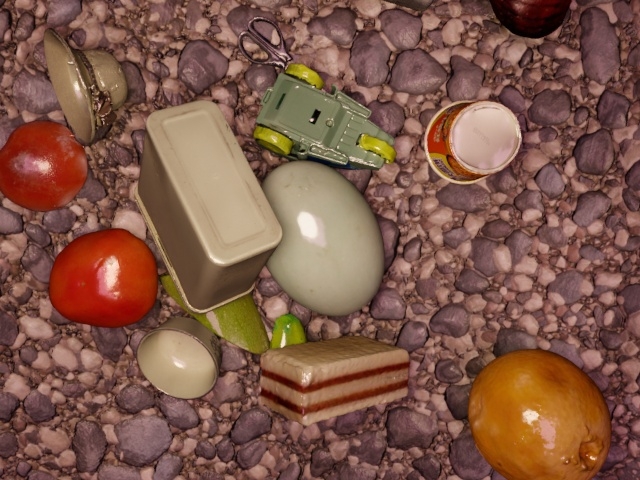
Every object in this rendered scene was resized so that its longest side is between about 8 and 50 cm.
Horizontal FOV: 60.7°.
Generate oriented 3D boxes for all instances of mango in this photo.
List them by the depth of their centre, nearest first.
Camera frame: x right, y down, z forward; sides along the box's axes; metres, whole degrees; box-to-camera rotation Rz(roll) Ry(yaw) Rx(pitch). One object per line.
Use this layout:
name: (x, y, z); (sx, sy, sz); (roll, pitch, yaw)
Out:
mango: (-0.082, 0.269, 1.356); (0.100, 0.119, 0.179); (8, 97, 13)

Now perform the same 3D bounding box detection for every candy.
candy: (0.036, 0.312, 1.274); (0.320, 0.179, 0.135); (-4, 97, -33)

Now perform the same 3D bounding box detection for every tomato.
tomato: (-0.517, 0.092, 1.295); (0.259, 0.180, 0.260); (0, 93, 2)
tomato: (-0.672, -0.172, 1.299); (0.199, 0.112, 0.228); (18, 98, -5)

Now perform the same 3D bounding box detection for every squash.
squash: (-0.264, 0.189, 1.350); (0.203, 0.111, 0.289); (-19, 98, 2)

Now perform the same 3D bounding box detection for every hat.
hat: (-0.521, -0.366, 1.257); (0.130, 0.257, 0.257); (-26, 97, -30)

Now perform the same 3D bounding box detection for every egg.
egg: (0.000, 0.000, 1.249); (0.276, 0.276, 0.389); (-28, 113, 1)

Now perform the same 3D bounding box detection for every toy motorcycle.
toy motorcycle: (0.019, -0.246, 1.275); (0.326, 0.200, 0.191); (26, 85, 3)

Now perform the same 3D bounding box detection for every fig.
fig: (0.457, -0.584, 1.260); (0.249, 0.186, 0.204); (12, 114, 4)

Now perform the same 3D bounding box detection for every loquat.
loquat: (0.509, 0.420, 1.290); (0.328, 0.328, 0.329); (0, 96, -2)

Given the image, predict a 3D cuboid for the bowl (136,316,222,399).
bowl: (-0.328, 0.273, 1.336); (0.211, 0.112, 0.212); (6, 117, 12)

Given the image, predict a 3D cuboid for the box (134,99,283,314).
box: (-0.249, -0.059, 1.160); (0.177, 0.344, 0.352); (-22, 78, -26)

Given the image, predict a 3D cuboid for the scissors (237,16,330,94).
scissors: (-0.067, -0.422, 1.335); (0.300, 0.022, 0.109); (39, 97, -6)

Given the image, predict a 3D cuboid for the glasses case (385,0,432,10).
glasses case: (0.127, -0.650, 1.290); (0.323, 0.074, 0.131); (16, 96, -3)

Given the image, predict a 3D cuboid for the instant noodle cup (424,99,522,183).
instant noodle cup: (0.366, -0.238, 1.290); (0.213, 0.174, 0.213); (0, 96, -1)
